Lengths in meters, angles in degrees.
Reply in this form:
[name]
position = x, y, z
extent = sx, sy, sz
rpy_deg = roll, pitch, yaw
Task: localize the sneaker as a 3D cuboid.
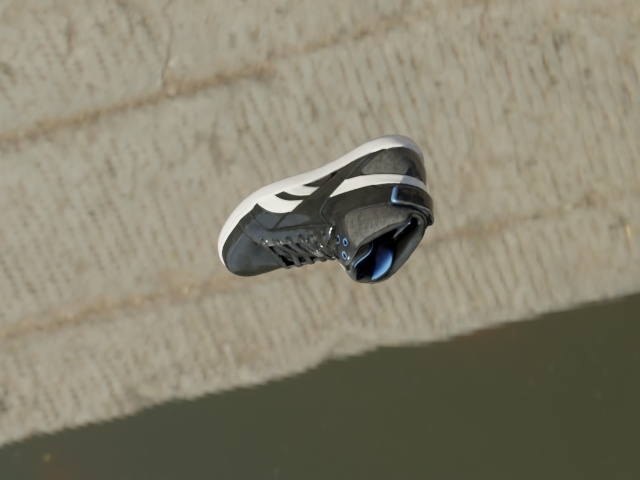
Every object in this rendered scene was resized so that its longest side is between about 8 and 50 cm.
[sneaker]
position = 0.000, 0.000, 1.546
extent = 0.217, 0.121, 0.079
rpy_deg = -30, 133, 23
